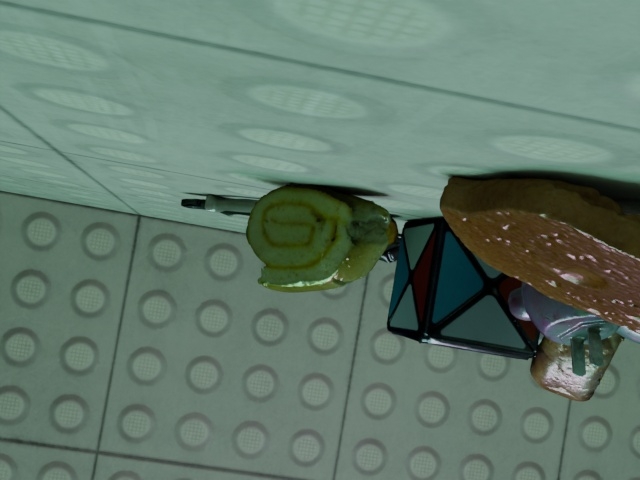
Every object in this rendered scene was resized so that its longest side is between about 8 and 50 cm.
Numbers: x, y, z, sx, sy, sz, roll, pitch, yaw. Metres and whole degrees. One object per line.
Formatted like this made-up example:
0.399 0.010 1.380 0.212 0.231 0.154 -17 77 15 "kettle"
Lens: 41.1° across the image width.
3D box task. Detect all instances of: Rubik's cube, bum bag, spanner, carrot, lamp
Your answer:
0.296 0.096 1.734 0.246 0.250 0.248 10 175 -12 "Rubik's cube"
0.130 0.009 2.215 0.326 0.079 0.142 11 180 -40 "bum bag"
-0.209 -0.079 1.986 0.325 0.040 0.095 6 175 39 "spanner"
0.116 -0.024 1.882 0.066 0.066 0.314 10 180 -5 "carrot"
0.488 0.112 1.443 0.301 0.247 0.247 11 156 -13 "lamp"

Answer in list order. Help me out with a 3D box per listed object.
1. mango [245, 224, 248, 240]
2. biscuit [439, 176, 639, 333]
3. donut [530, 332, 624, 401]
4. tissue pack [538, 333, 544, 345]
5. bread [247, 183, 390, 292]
-0.104 -0.023 2.139 0.156 0.114 0.251 20 164 -6 "mango"
0.362 0.034 1.083 0.455 0.078 0.350 26 166 7 "biscuit"
0.533 0.174 1.716 0.150 0.299 0.317 29 179 19 "donut"
0.491 0.138 2.175 0.229 0.236 0.333 21 172 -25 "tissue pack"
0.000 0.000 1.476 0.257 0.186 0.124 -2 167 35 "bread"
